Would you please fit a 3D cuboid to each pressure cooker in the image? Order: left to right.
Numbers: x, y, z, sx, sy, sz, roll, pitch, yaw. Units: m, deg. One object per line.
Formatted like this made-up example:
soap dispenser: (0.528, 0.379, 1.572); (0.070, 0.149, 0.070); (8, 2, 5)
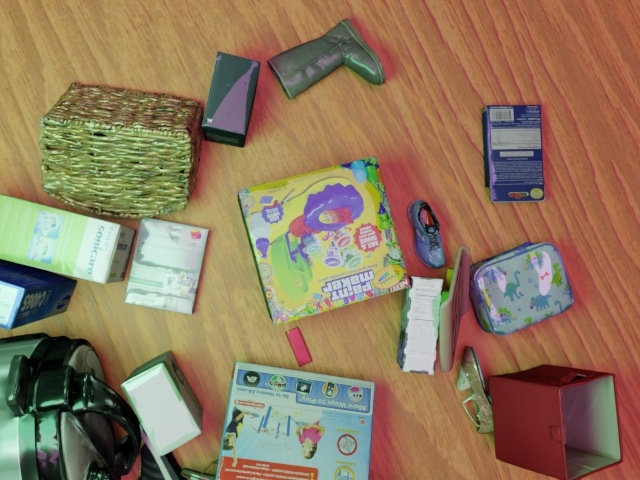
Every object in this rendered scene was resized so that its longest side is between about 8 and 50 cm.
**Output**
pressure cooker: (-0.545, 0.367, 1.162); (0.420, 0.370, 0.376); (-7, 93, -5)

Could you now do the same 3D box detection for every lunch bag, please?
lunch bag: (0.448, 0.104, 1.447); (0.218, 0.090, 0.176); (-20, 92, -8)

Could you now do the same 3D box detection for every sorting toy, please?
sorting toy: (0.278, 0.142, 1.350); (0.038, 0.208, 0.193); (7, 126, 21)

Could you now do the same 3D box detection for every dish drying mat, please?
dish drying mat: (-0.049, 0.235, 1.415); (0.032, 0.008, 0.083); (-23, 92, -7)

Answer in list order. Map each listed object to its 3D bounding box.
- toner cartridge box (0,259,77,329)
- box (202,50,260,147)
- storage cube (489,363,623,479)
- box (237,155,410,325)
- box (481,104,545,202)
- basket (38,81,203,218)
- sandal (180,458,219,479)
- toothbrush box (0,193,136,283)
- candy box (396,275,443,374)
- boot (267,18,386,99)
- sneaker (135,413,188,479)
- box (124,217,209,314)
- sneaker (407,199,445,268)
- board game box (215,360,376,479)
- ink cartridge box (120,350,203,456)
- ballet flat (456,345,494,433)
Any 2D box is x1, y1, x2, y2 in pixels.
toner cartridge box: (-0.579, 0.088, 1.176); (0.165, 0.348, 0.075); (20, 86, -6)
box: (-0.187, -0.289, 1.339); (0.093, 0.158, 0.156); (12, 87, -7)
storage cube: (0.498, 0.381, 1.366); (0.183, 0.193, 0.215); (-4, 89, -31)
box: (0.000, 0.000, 1.347); (0.289, 0.177, 0.279); (-16, 91, -8)
box: (0.448, -0.200, 1.484); (0.136, 0.036, 0.225); (-1, 87, -8)
basket: (-0.404, -0.183, 1.340); (0.299, 0.223, 0.214); (5, 120, -8)
sandal: (-0.183, 0.488, 1.351); (0.219, 0.090, 0.060); (5, 71, -6)
toothbrush box: (-0.529, -0.005, 1.258); (0.283, 0.206, 0.122); (13, 86, -8)
candy box: (0.210, 0.175, 1.371); (0.070, 0.165, 0.196); (5, 87, 3)
boot: (0.015, -0.374, 1.413); (0.208, 0.076, 0.190); (-34, 78, -14)
sneaker: (-0.352, 0.477, 1.326); (0.097, 0.084, 0.235); (-28, 92, -7)
box: (-0.327, 0.054, 1.368); (0.145, 0.038, 0.186); (11, 88, -8)
sneaker: (0.240, -0.013, 1.430); (0.063, 0.073, 0.162); (-20, 91, -8)
board game box: (-0.052, 0.426, 1.315); (0.308, 0.086, 0.302); (10, 64, -7)
ink cartridge box: (-0.309, 0.316, 1.274); (0.093, 0.212, 0.154); (-29, 91, -11)
ballet flat: (0.345, 0.342, 1.437); (0.067, 0.073, 0.206); (-20, 87, 6)
